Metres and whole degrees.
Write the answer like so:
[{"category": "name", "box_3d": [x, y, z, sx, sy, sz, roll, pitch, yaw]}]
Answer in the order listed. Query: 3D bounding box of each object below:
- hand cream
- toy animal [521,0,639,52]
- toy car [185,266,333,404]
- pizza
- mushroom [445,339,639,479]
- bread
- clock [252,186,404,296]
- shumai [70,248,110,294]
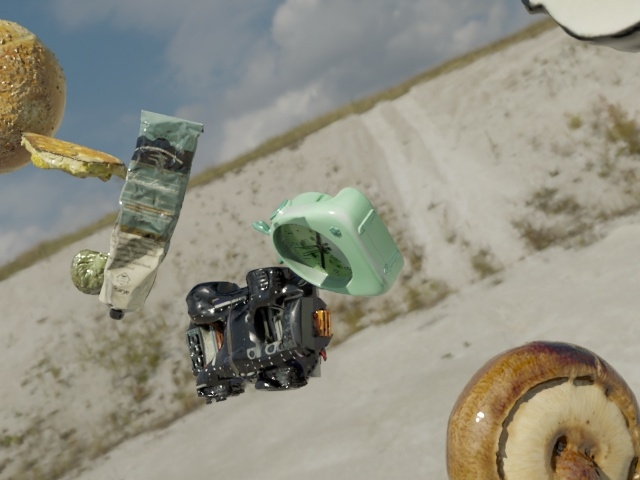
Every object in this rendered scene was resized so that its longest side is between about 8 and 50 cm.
[{"category": "hand cream", "box_3d": [-0.206, -0.026, 1.049, 0.075, 0.248, 0.052, 16, 1, -12]}, {"category": "toy animal", "box_3d": [0.376, -0.312, 0.959, 0.267, 0.212, 0.212, -18, -12, -24]}, {"category": "toy car", "box_3d": [-0.097, 0.149, 1.375, 0.118, 0.193, 0.301, 11, -19, -44]}, {"category": "pizza", "box_3d": [-0.337, -0.108, 1.199, 0.160, 0.036, 0.099, 16, 14, 3]}, {"category": "mushroom", "box_3d": [0.288, 0.266, 1.137, 0.297, 0.278, 0.163, 16, -22, -24]}, {"category": "bread", "box_3d": [-0.639, -0.273, 1.702, 0.305, 0.305, 0.159, -27, 11, 4]}, {"category": "clock", "box_3d": [0.000, 0.000, 1.223, 0.211, 0.159, 0.066, 4, 46, 42]}, {"category": "shumai", "box_3d": [-0.339, 0.053, 1.388, 0.082, 0.083, 0.080, -32, 26, -26]}]
